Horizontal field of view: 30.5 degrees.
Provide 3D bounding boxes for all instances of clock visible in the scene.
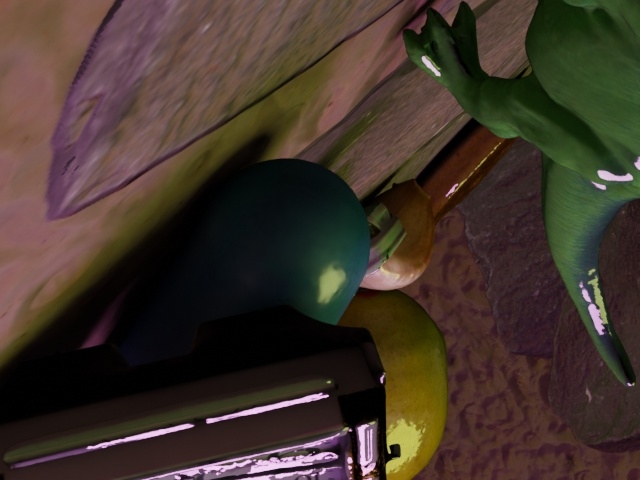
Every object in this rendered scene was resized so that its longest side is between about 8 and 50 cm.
[{"bbox_3d":[-0.077,0.135,0.708,0.253,0.083,0.186,-11,144,-6],"label":"clock"}]

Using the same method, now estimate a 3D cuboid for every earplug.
[{"bbox_3d":[-0.054,0.051,0.778,0.132,0.132,0.273,-41,169,-43],"label":"earplug"}]

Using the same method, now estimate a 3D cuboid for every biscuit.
[{"bbox_3d":[0.240,-0.121,1.946,0.359,0.074,0.381,-44,177,0],"label":"biscuit"}]

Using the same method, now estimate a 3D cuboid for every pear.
[{"bbox_3d":[-0.004,0.198,1.497,0.375,0.287,0.287,-17,157,-39],"label":"pear"}]

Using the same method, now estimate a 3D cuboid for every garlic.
[{"bbox_3d":[0.072,0.010,1.447,0.128,0.115,0.207,-42,174,29],"label":"garlic"}]

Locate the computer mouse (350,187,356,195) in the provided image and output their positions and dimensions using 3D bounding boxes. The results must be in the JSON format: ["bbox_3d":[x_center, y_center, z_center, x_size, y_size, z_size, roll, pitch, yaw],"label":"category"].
[{"bbox_3d":[-0.001,-0.001,1.153,0.102,0.045,0.199,-45,175,-4],"label":"computer mouse"}]

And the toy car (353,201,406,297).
[{"bbox_3d":[-0.034,0.034,1.006,0.224,0.076,0.090,-28,-172,22],"label":"toy car"}]

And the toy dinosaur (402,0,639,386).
[{"bbox_3d":[0.230,-0.052,0.709,0.144,0.500,0.374,-36,-152,-13],"label":"toy dinosaur"}]
